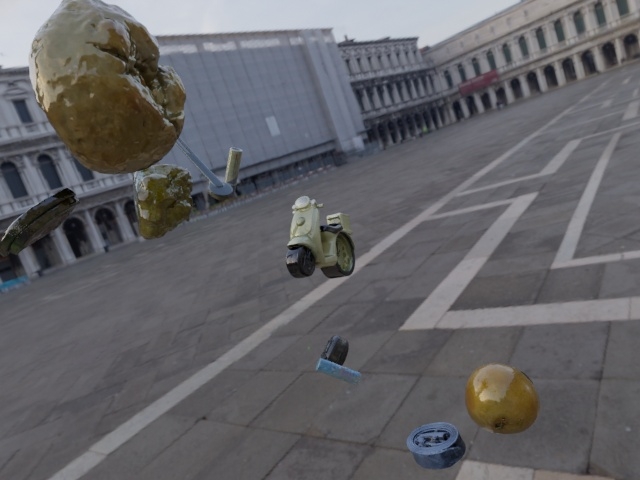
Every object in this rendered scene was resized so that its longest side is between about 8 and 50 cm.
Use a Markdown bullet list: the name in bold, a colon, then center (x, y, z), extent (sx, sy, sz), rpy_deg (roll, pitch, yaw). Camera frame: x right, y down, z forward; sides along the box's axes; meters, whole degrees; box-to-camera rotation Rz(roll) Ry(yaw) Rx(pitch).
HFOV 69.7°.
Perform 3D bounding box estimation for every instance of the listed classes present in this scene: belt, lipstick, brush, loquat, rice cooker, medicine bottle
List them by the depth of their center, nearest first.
- **brush**: center (-0.323, -0.199, 1.224), extent (0.062, 0.266, 0.027), rpy_deg (-22, -30, -42)
- **belt**: center (0.386, 0.680, 1.523), extent (0.190, 0.082, 0.141), rpy_deg (-21, 15, 33)
- **lipstick**: center (0.065, 0.469, 1.642), extent (0.158, 0.048, 0.048), rpy_deg (22, 8, -4)
- **loquat**: center (0.663, 0.576, 1.685), extent (0.263, 0.262, 0.263), rpy_deg (-19, 9, 3)
- **medicine bottle**: center (-0.411, -0.313, 2.137), extent (0.059, 0.230, 0.059), rpy_deg (12, 22, -5)
- **rice cooker**: center (0.068, 0.530, 2.167), extent (0.165, 0.107, 0.112), rpy_deg (-58, 8, -30)

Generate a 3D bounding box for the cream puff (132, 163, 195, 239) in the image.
- **cream puff**: center (-0.304, -0.078, 0.901), extent (0.117, 0.146, 0.146), rpy_deg (-10, 4, -27)

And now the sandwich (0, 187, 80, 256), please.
- **sandwich**: center (-0.333, -0.023, 0.552), extent (0.069, 0.026, 0.101), rpy_deg (-40, 10, 39)

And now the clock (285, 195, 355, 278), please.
- **clock**: center (0.000, 0.000, 1.578), extent (0.120, 0.276, 0.379), rpy_deg (-12, -14, 27)

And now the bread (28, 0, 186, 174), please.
- **bread**: center (-0.275, -0.210, 0.626), extent (0.134, 0.244, 0.244), rpy_deg (-15, 9, 7)
